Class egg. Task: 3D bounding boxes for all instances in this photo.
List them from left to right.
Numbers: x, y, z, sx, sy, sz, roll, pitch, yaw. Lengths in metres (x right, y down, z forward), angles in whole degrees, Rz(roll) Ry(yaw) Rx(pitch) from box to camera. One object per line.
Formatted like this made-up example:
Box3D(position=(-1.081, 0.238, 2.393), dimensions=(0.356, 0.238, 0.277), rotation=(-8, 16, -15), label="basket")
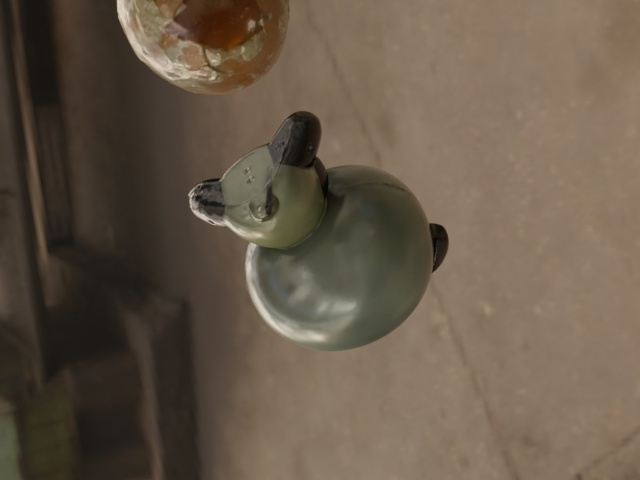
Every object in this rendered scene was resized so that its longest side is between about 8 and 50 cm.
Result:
Box3D(position=(-0.130, -0.262, 1.789), dimensions=(0.195, 0.195, 0.233), rotation=(49, 173, 45), label="egg")

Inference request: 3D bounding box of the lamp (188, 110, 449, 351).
Box3D(position=(0.000, 0.000, 1.537), dimensions=(0.244, 0.198, 0.198), rotation=(44, 175, -36), label="lamp")
